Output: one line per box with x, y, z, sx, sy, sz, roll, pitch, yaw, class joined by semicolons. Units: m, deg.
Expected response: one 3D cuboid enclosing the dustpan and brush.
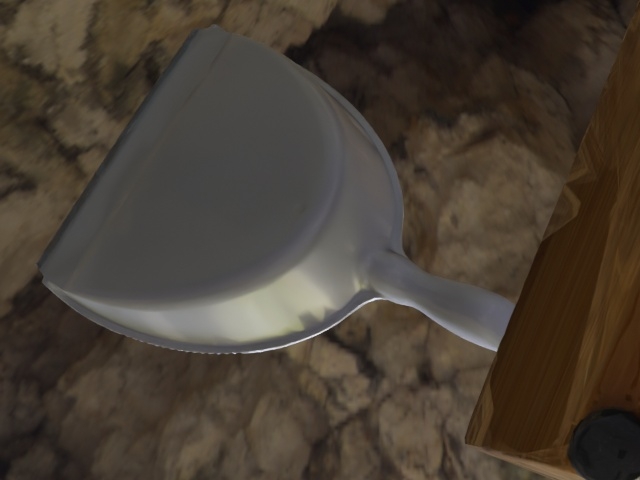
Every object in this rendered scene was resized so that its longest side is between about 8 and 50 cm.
0.000;0.000;0.644;0.211;0.060;0.147;20;-108;37;dustpan and brush

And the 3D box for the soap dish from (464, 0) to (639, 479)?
0.201;-0.018;0.470;0.229;0.118;0.291;21;-78;3;soap dish
